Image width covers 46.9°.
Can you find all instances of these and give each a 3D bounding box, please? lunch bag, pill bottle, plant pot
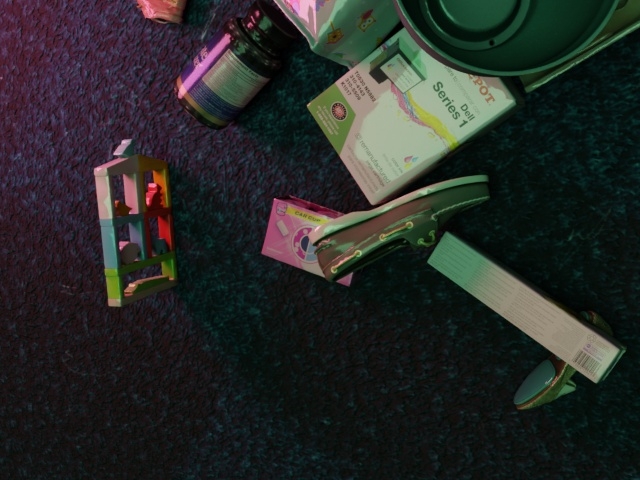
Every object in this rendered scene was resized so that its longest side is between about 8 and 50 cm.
[{"bbox_3d":[0.028,-0.440,1.168,0.223,0.160,0.262,-46,59,23],"label":"lunch bag"},{"bbox_3d":[-0.146,-0.307,1.287,0.219,0.123,0.123,-43,82,22],"label":"pill bottle"},{"bbox_3d":[0.225,-0.351,0.977,0.293,0.196,0.293,0,94,0],"label":"plant pot"}]

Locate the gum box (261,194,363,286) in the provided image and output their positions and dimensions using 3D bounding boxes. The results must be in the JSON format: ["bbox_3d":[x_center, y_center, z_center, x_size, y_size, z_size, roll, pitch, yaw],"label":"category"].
[{"bbox_3d":[0.000,0.000,1.310,0.188,0.062,0.107,20,106,18],"label":"gum box"}]

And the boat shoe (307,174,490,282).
[{"bbox_3d":[0.134,-0.021,1.187,0.305,0.109,0.091,-20,79,9],"label":"boat shoe"}]

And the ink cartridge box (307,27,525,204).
[{"bbox_3d":[0.153,-0.218,1.180,0.278,0.117,0.201,-35,85,23],"label":"ink cartridge box"}]

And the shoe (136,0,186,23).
[{"bbox_3d":[-0.329,-0.454,1.369,0.178,0.063,0.081,15,99,15],"label":"shoe"}]

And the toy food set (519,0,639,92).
[{"bbox_3d":[0.327,-0.404,1.090,0.220,0.092,0.306,-31,86,24],"label":"toy food set"}]

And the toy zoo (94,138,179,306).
[{"bbox_3d":[-0.340,-0.041,1.374,0.030,0.192,0.293,0,98,22],"label":"toy zoo"}]

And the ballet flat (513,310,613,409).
[{"bbox_3d":[0.395,0.206,1.183,0.067,0.073,0.206,29,114,-8],"label":"ballet flat"}]

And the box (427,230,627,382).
[{"bbox_3d":[0.317,0.097,1.153,0.324,0.063,0.067,37,106,28],"label":"box"}]
